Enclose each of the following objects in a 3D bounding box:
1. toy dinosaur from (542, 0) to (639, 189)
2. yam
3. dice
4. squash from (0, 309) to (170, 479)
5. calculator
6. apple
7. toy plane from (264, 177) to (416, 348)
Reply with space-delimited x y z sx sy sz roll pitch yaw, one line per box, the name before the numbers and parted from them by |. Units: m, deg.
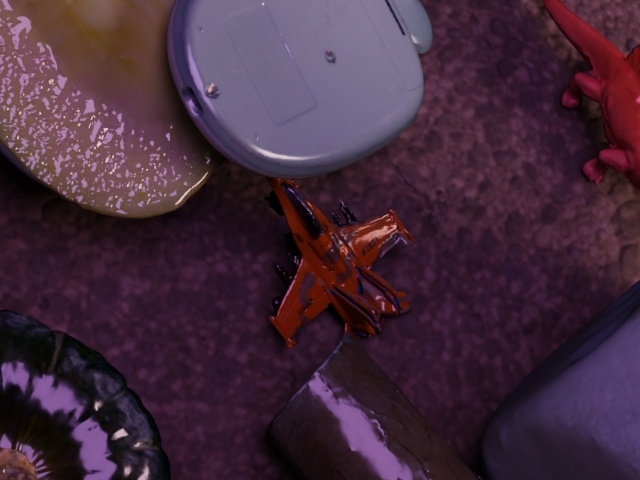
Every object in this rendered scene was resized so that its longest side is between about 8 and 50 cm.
toy dinosaur | 0.247 -0.135 1.451 0.070 0.139 0.286 -12 75 -21
yam | 0.068 0.194 1.306 0.106 0.106 0.259 -40 85 -25
dice | 0.295 0.149 1.301 0.268 0.262 0.264 -38 85 -24
squash | -0.219 0.171 1.186 0.252 0.165 0.252 6 66 -15
calculator | -0.004 -0.145 1.369 0.295 0.042 0.184 -32 95 -49
apple | -0.184 -0.133 1.319 0.193 0.120 0.265 -44 103 -27
toy plane | -0.005 0.000 1.363 0.135 0.062 0.188 -43 100 -22
